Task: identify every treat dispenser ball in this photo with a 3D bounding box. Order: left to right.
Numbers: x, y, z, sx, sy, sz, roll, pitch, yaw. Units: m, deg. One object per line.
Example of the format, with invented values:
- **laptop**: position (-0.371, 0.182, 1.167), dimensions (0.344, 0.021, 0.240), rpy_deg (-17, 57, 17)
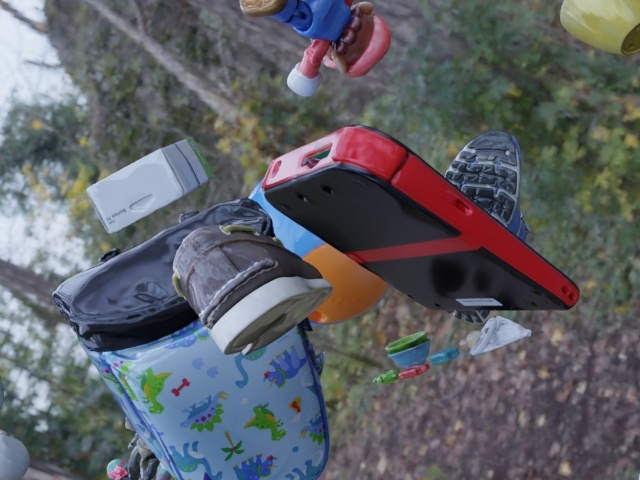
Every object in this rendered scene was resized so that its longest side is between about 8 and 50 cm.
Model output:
- **treat dispenser ball**: position (0.000, 0.000, 1.767), dimensions (0.288, 0.288, 0.288), rpy_deg (-159, 90, -87)

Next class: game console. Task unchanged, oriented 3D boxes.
- **game console**: position (0.109, -0.013, 1.344), dimensions (0.060, 0.342, 0.386), rpy_deg (-61, 16, -13)

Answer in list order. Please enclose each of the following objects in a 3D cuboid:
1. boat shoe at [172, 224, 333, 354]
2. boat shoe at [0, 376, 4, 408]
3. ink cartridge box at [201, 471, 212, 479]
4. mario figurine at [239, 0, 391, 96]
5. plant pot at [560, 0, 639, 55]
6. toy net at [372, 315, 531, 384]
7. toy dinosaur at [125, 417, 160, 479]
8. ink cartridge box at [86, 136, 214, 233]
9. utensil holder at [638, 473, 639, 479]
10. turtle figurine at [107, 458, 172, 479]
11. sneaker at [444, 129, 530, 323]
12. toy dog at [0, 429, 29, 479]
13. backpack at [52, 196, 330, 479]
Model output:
- **boat shoe**: position (-0.065, 0.046, 1.009), dimensions (0.116, 0.097, 0.324), rpy_deg (-40, -8, 2)
- **boat shoe**: position (-0.464, 0.120, 1.343), dimensions (0.068, 0.081, 0.228), rpy_deg (4, 100, 45)
- **ink cartridge box**: position (-0.031, 0.422, 1.040), dimensions (0.072, 0.304, 0.307), rpy_deg (-27, 24, 20)
- **mario figurine**: position (-0.018, -0.367, 1.707), dimensions (0.198, 0.320, 0.170), rpy_deg (-33, 59, 19)
- **plant pot**: position (0.413, -0.310, 1.434), dimensions (0.095, 0.134, 0.134), rpy_deg (59, 145, 30)
- **toy net**: position (0.181, 0.147, 1.465), dimensions (0.232, 0.045, 0.122), rpy_deg (-21, -1, 35)
- **toy dinosaur**: position (-0.276, 0.350, 1.631), dimensions (0.268, 0.064, 0.118), rpy_deg (104, 179, -62)
- **ink cartridge box**: position (-0.281, -0.096, 1.744), dimensions (0.153, 0.087, 0.208), rpy_deg (-27, 7, 10)
- **utensil holder**: position (0.729, 0.411, 1.546), dimensions (0.385, 0.327, 0.328), rpy_deg (13, 80, 54)
- **turtle figurine**: position (-0.304, 0.447, 1.829), dimensions (0.118, 0.234, 0.175), rpy_deg (-35, 5, -33)
- **sneaker**: position (0.271, -0.033, 1.710), dimensions (0.147, 0.129, 0.330), rpy_deg (-41, -37, -51)
- **toy dog**: position (-0.546, 0.377, 1.512), dimensions (0.220, 0.333, 0.161), rpy_deg (60, -177, -43)
- **backpack**: position (-0.127, 0.176, 1.320), dimensions (0.273, 0.290, 0.356), rpy_deg (45, 154, 47)
